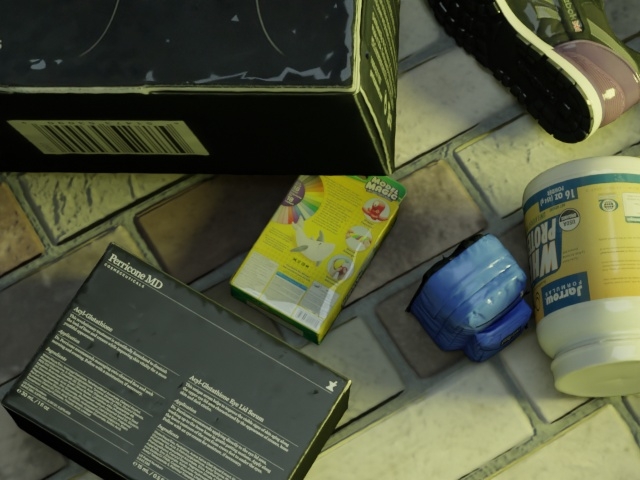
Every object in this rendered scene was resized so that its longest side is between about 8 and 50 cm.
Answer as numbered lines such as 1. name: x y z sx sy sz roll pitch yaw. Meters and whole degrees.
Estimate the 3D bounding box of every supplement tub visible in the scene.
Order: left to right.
1. supplement tub: 0.270 0.035 1.556 0.144 0.144 0.200 -3 68 -3

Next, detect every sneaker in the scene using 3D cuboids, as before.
1. sneaker: 0.218 -0.231 1.698 0.124 0.107 0.283 -31 76 -28

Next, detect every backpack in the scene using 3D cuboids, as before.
1. backpack: 0.149 0.052 1.559 0.098 0.120 0.101 -41 75 -16

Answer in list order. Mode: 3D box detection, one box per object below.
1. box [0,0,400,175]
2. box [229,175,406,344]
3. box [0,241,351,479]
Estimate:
1. box: -0.167 -0.320 1.539 0.479 0.297 0.472 1 78 9
2. box: 0.000 0.000 1.617 0.105 0.043 0.179 30 73 10
3. box: -0.129 0.150 1.522 0.261 0.103 0.184 30 74 10
